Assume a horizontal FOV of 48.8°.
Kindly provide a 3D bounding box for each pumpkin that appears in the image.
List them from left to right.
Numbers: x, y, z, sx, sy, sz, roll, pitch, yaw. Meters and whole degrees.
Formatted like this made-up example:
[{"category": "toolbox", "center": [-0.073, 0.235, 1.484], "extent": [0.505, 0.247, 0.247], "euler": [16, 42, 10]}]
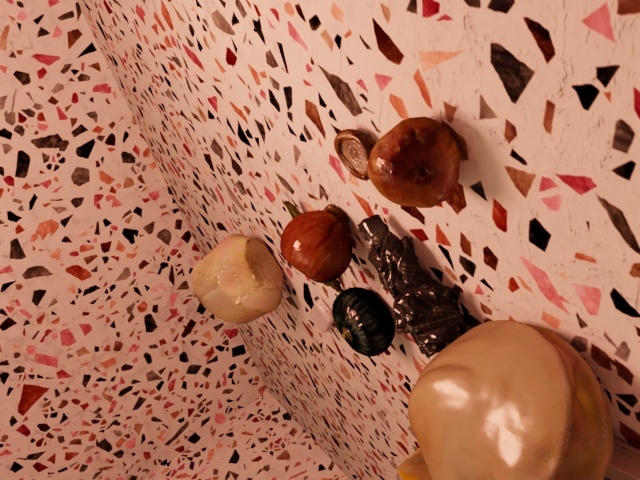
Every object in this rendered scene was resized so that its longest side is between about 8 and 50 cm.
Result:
[{"category": "pumpkin", "center": [0.113, 0.224, 1.925], "extent": [0.202, 0.140, 0.202], "euler": [45, 159, 22]}]

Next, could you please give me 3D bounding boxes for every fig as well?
[{"category": "fig", "center": [0.000, 0.001, 1.808], "extent": [0.205, 0.205, 0.205], "euler": [48, 160, 24]}, {"category": "fig", "center": [0.159, -0.138, 1.259], "extent": [0.159, 0.159, 0.257], "euler": [59, -179, -8]}]

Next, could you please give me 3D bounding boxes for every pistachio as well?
[{"category": "pistachio", "center": [0.331, 0.327, 1.282], "extent": [0.281, 0.365, 0.445], "euler": [16, -178, -20]}]

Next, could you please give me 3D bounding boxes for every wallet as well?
[{"category": "wallet", "center": [0.006, 0.260, 2.419], "extent": [0.095, 0.033, 0.190], "euler": [52, 161, 10]}]

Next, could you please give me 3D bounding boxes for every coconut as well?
[{"category": "coconut", "center": [-0.305, 0.150, 2.605], "extent": [0.352, 0.352, 0.352], "euler": [48, 160, 24]}]

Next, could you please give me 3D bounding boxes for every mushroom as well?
[{"category": "mushroom", "center": [0.080, -0.183, 1.475], "extent": [0.123, 0.052, 0.123], "euler": [40, 151, 27]}]

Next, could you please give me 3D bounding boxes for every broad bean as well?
[{"category": "broad bean", "center": [-0.015, 0.026, 2.040], "extent": [0.339, 0.061, 0.077], "euler": [64, 172, -20]}]

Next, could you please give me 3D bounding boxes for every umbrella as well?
[{"category": "umbrella", "center": [0.201, 0.080, 1.515], "extent": [0.128, 0.154, 0.337], "euler": [101, 152, -67]}]

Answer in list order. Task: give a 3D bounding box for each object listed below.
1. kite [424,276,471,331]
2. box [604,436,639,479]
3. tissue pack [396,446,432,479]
[{"category": "kite", "center": [0.285, 0.203, 1.658], "extent": [0.368, 0.014, 0.406], "euler": [31, 150, 53]}, {"category": "box", "center": [0.551, 0.453, 1.316], "extent": [0.343, 0.065, 0.200], "euler": [18, 138, 62]}, {"category": "tissue pack", "center": [0.412, 0.707, 1.830], "extent": [0.382, 0.228, 0.293], "euler": [58, 163, -1]}]
